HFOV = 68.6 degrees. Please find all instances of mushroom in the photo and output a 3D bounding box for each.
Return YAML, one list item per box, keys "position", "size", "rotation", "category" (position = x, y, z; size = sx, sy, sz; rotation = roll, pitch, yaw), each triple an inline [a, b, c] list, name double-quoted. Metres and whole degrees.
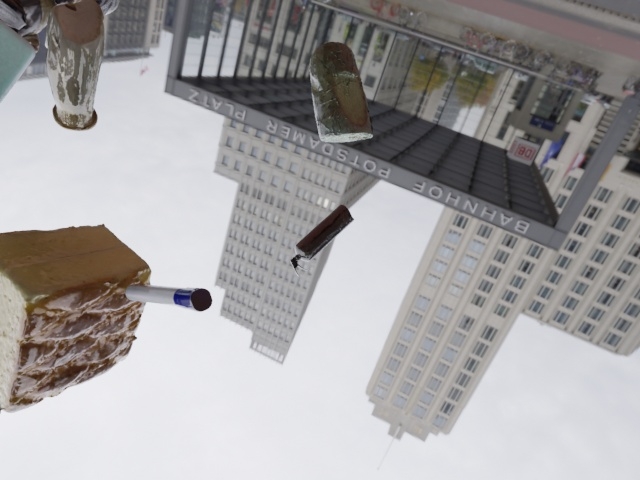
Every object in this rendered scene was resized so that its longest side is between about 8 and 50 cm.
- position: [-0.460, -0.319, 0.876]
  size: [0.096, 0.247, 0.108]
  rotation: [1, -136, -28]
  category: "mushroom"

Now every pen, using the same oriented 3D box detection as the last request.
- position: [-0.242, 0.084, 0.719]
  size: [0.033, 0.033, 0.269]
  rotation: [-3, 180, -40]
  category: "pen"

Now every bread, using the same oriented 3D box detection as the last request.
- position: [-0.506, 0.135, 0.909]
  size: [0.207, 0.279, 0.279]
  rotation: [34, -159, 21]
  category: "bread"

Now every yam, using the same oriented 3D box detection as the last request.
- position: [0.048, -0.357, 1.205]
  size: [0.154, 0.154, 0.255]
  rotation: [-1, -107, -38]
  category: "yam"

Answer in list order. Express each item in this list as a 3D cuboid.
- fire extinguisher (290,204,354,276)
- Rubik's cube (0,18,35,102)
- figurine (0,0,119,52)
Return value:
- position: [0.000, 0.000, 1.500]
  size: [0.089, 0.072, 0.267]
  rotation: [42, -107, 17]
  category: "fire extinguisher"
- position: [-0.613, -0.216, 0.531]
  size: [0.318, 0.316, 0.322]
  rotation: [20, 167, 33]
  category: "Rubik's cube"
- position: [-0.548, -0.522, 0.986]
  size: [0.206, 0.218, 0.365]
  rotation: [11, -130, -23]
  category: "figurine"
